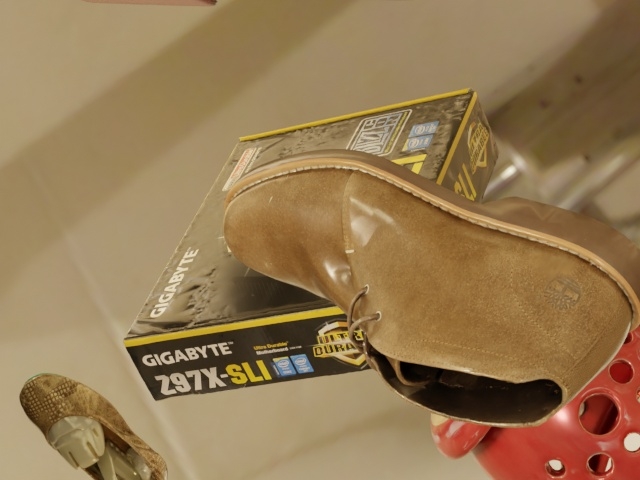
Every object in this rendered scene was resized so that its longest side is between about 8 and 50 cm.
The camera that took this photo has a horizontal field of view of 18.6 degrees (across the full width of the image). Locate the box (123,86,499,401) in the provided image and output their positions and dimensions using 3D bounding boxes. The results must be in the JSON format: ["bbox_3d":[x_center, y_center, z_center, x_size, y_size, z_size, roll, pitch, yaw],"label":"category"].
[{"bbox_3d":[0.000,0.000,1.729,0.257,0.322,0.079,-8,122,26],"label":"box"}]

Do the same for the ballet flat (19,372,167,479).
[{"bbox_3d":[-0.213,0.202,1.895,0.073,0.067,0.206,-35,130,15],"label":"ballet flat"}]

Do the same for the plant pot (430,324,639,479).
[{"bbox_3d":[0.197,0.127,1.589,0.174,0.191,0.191,28,141,-8],"label":"plant pot"}]

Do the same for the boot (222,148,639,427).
[{"bbox_3d":[0.041,0.027,1.159,0.305,0.115,0.112,13,146,40],"label":"boot"}]

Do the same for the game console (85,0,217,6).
[{"bbox_3d":[-0.181,-0.262,1.804,0.144,0.085,0.124,4,119,21],"label":"game console"}]
